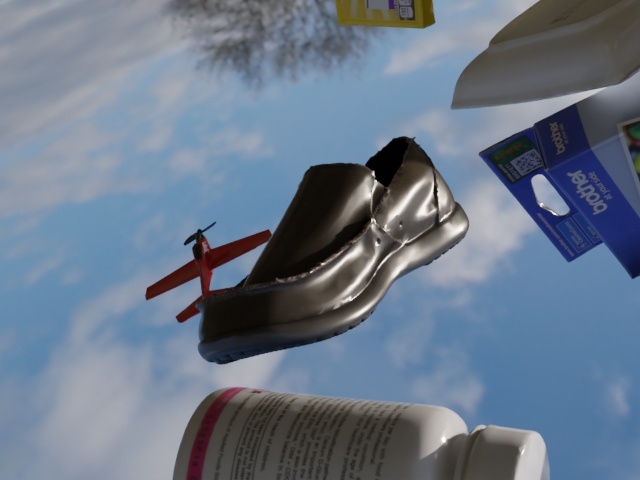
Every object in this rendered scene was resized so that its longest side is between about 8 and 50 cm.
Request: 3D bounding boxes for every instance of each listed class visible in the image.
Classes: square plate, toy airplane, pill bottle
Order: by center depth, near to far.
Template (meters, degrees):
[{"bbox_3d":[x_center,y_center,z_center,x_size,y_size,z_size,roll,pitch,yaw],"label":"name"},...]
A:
[{"bbox_3d":[0.035,0.210,1.070,0.283,0.160,0.160,2,-152,24],"label":"pill bottle"},{"bbox_3d":[0.299,-0.238,1.164,0.344,0.049,0.347,-37,-169,-12],"label":"square plate"},{"bbox_3d":[-0.117,0.036,1.310,0.151,0.028,0.151,-19,-137,18],"label":"toy airplane"}]

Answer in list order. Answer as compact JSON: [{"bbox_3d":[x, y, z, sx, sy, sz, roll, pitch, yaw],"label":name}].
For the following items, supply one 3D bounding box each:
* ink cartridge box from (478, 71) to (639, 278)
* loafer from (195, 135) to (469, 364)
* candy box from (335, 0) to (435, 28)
[{"bbox_3d":[0.307,-0.072,1.051,0.311,0.186,0.065,-24,-132,22],"label":"ink cartridge box"},{"bbox_3d":[0.000,0.000,0.705,0.080,0.078,0.220,-16,-170,36],"label":"loafer"},{"bbox_3d":[0.050,-0.306,1.244,0.105,0.206,0.027,10,-150,38],"label":"candy box"}]
